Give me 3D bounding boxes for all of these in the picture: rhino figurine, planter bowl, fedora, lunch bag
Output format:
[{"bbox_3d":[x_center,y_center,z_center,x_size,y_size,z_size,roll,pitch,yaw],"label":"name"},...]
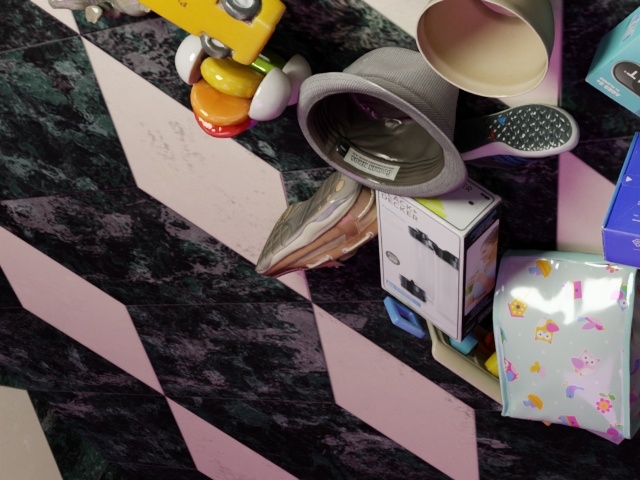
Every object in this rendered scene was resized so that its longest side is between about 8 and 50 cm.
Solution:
[{"bbox_3d":[-0.283,-0.338,1.855,0.243,0.106,0.073,0,109,39],"label":"rhino figurine"},{"bbox_3d":[0.205,-0.261,1.588,0.162,0.109,0.162,19,149,13],"label":"planter bowl"},{"bbox_3d":[0.099,-0.171,1.790,0.244,0.124,0.275,38,156,-15],"label":"fedora"},{"bbox_3d":[0.380,0.136,2.013,0.223,0.160,0.262,5,110,32],"label":"lunch bag"}]

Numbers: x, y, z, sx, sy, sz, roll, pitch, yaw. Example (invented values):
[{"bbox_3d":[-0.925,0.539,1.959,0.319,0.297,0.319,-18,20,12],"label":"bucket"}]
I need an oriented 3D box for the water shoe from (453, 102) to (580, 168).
[{"bbox_3d":[0.265,-0.134,1.797,0.203,0.073,0.080,1,163,42],"label":"water shoe"}]

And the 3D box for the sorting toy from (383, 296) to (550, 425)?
[{"bbox_3d":[0.250,0.168,2.172,0.348,0.196,0.047,35,110,-15],"label":"sorting toy"}]

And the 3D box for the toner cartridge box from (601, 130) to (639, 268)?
[{"bbox_3d":[0.534,-0.023,1.650,0.348,0.165,0.075,13,147,23],"label":"toner cartridge box"}]

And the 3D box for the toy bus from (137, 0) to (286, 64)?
[{"bbox_3d":[-0.195,-0.363,1.713,0.333,0.130,0.108,30,148,-7],"label":"toy bus"}]

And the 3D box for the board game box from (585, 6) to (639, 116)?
[{"bbox_3d":[0.492,-0.208,1.482,0.254,0.079,0.336,32,149,-9],"label":"board game box"}]

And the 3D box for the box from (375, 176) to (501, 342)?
[{"bbox_3d":[0.172,0.006,1.997,0.169,0.087,0.290,37,155,25],"label":"box"}]

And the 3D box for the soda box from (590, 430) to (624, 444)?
[{"bbox_3d":[0.497,0.248,2.183,0.069,0.074,0.216,25,149,2],"label":"soda box"}]

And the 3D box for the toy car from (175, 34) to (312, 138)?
[{"bbox_3d":[-0.112,-0.206,1.836,0.159,0.182,0.136,29,118,9],"label":"toy car"}]

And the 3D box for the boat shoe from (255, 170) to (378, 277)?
[{"bbox_3d":[0.000,0.000,2.138,0.116,0.123,0.324,33,151,-15],"label":"boat shoe"}]
